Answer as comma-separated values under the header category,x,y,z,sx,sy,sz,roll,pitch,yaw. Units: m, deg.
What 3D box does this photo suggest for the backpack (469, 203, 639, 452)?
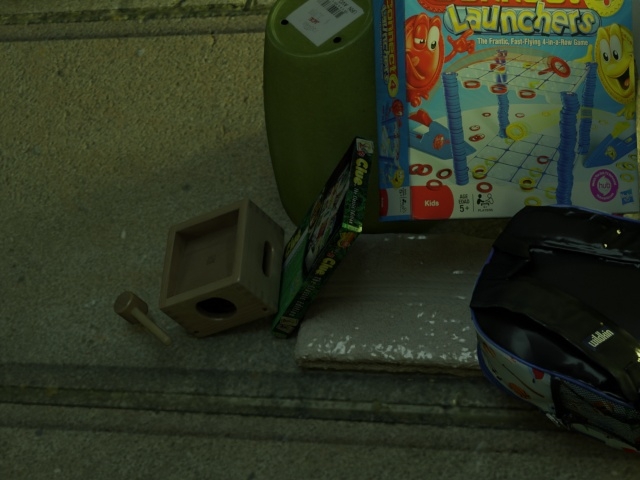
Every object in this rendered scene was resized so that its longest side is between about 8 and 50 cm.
category,x,y,z,sx,sy,sz,roll,pitch,yaw
backpack,0.303,0.087,1.741,0.263,0.213,0.276,25,58,19

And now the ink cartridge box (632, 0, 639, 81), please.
category,x,y,z,sx,sy,sz,roll,pitch,yaw
ink cartridge box,0.530,-0.315,1.938,0.309,0.130,0.271,-32,43,34

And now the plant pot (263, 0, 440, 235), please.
category,x,y,z,sx,sy,sz,roll,pitch,yaw
plant pot,0.038,-0.185,1.983,0.275,0.293,0.274,-9,51,12

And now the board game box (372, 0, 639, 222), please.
category,x,y,z,sx,sy,sz,roll,pitch,yaw
board game box,0.219,-0.176,1.858,0.308,0.086,0.302,-3,90,-22

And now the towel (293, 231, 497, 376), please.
category,x,y,z,sx,sy,sz,roll,pitch,yaw
towel,0.113,0.077,1.918,0.282,0.049,0.187,0,54,19

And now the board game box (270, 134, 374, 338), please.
category,x,y,z,sx,sy,sz,roll,pitch,yaw
board game box,0.000,0.000,1.899,0.030,0.259,0.136,16,55,-13

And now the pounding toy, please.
category,x,y,z,sx,sy,sz,roll,pitch,yaw
pounding toy,-0.154,0.072,1.990,0.206,0.094,0.181,-19,49,29
